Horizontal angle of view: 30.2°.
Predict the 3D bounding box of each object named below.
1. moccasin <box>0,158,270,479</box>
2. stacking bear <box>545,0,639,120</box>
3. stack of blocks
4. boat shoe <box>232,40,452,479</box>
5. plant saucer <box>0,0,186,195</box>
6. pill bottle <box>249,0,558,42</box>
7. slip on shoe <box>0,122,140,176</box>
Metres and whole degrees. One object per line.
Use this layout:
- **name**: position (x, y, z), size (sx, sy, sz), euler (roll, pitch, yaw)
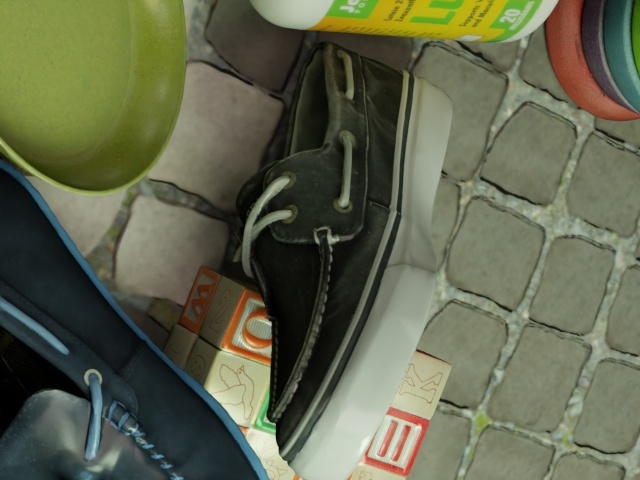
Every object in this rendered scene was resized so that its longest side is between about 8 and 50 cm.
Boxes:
- **moccasin**: position (-0.154, 0.106, 0.678), size (0.342, 0.138, 0.117), euler (47, 34, 10)
- **stacking bear**: position (0.301, -0.153, 0.814), size (0.175, 0.289, 0.164), euler (26, 87, -26)
- **stack of blocks**: position (-0.050, 0.188, 0.817), size (0.171, 0.087, 0.297), euler (22, 89, -26)
- **boat shoe**: position (0.000, 0.000, 0.735), size (0.119, 0.335, 0.121), euler (25, 130, -11)
- **plant saucer**: position (-0.156, -0.143, 0.680), size (0.241, 0.037, 0.241), euler (27, 59, -60)
- **pill bottle**: position (0.028, -0.202, 0.764), size (0.245, 0.136, 0.136), euler (-1, 99, -25)
- **slip on shoe**: position (-0.179, -0.061, 0.742), size (0.135, 0.041, 0.052), euler (7, 95, -26)
